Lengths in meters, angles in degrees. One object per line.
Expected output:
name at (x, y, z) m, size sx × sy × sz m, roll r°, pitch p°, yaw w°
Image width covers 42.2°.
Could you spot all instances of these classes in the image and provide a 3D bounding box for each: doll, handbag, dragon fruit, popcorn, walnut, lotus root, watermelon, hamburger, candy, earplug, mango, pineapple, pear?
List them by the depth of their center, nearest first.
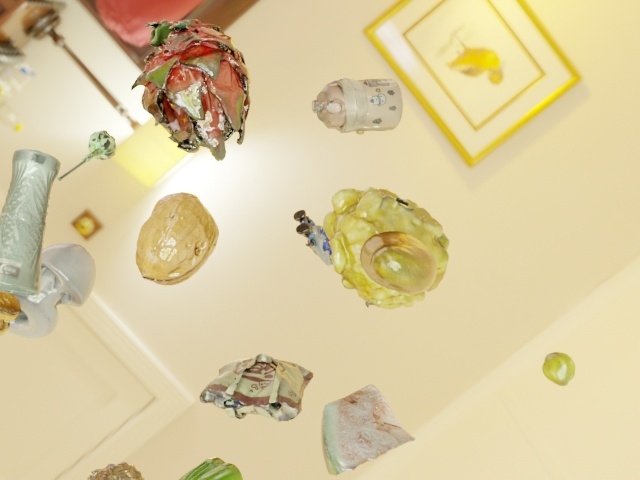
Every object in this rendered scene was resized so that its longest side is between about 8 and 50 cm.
dragon fruit at (-0.183, -0.223, 1.211) m, size 0.182 × 0.182 × 0.189 m, roll -112°, pitch -145°, yaw -79°
mango at (0.133, 0.039, 1.407) m, size 0.227 × 0.136 × 0.099 m, roll -33°, pitch 145°, yaw -84°
walnut at (-0.267, 0.003, 1.532) m, size 0.180 × 0.144 × 0.144 m, roll -57°, pitch -165°, yaw -17°
popcorn at (0.130, 0.008, 1.659) m, size 0.215 × 0.252 × 0.286 m, roll -30°, pitch 150°, yaw 25°
handbag at (-0.129, 0.304, 1.733) m, size 0.235 × 0.213 × 0.127 m, roll -48°, pitch 144°, yaw -84°
lotus root at (-0.274, 0.584, 1.825) m, size 0.186 × 0.186 × 0.186 m, roll -39°, pitch -170°, yaw 9°
doll at (0.000, 0.000, 1.894) m, size 0.070 × 0.195 × 0.096 m, roll -20°, pitch -125°, yaw 22°
hamburger at (-0.828, 0.152, 2.010) m, size 0.118 × 0.182 × 0.191 m, roll -46°, pitch -138°, yaw 4°
pineapple at (-0.540, 0.665, 2.144) m, size 0.193 × 0.166 × 0.166 m, roll -56°, pitch 180°, yaw 36°
watermelon at (0.102, 0.513, 2.159) m, size 0.232 × 0.193 × 0.310 m, roll -43°, pitch 154°, yaw 10°
earplug at (-0.744, 0.133, 2.202) m, size 0.325 × 0.214 × 0.175 m, roll -33°, pitch -152°, yaw 7°
pear at (0.662, 0.357, 2.291) m, size 0.092 × 0.092 × 0.097 m, roll -31°, pitch -125°, yaw 43°
candy at (-0.701, -0.247, 2.466) m, size 0.083 × 0.091 × 0.305 m, roll -16°, pitch -159°, yaw 24°

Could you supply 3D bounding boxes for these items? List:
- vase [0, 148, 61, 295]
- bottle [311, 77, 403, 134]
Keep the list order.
vase at (-0.465, -0.030, 1.295) m, size 0.096 × 0.096 × 0.219 m, roll -20°, pitch -121°, yaw 63°
bottle at (0.056, -0.231, 1.419) m, size 0.152 × 0.099 × 0.099 m, roll -7°, pitch 179°, yaw -19°
